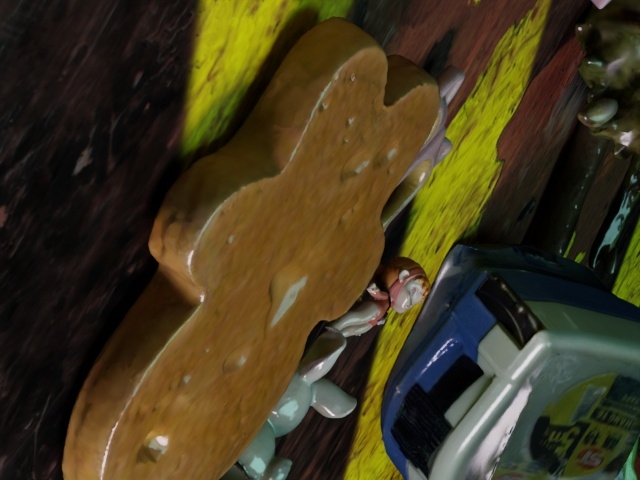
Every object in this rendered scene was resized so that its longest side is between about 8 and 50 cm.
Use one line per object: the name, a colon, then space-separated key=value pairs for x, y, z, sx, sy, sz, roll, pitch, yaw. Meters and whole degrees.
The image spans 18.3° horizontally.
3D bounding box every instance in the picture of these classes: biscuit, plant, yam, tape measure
biscuit: x=-0.049 y=0.026 z=1.260 sx=0.355 sy=0.052 sz=0.275 roll=-60 pitch=157 yaw=8
plant: x=0.286 y=-0.134 z=1.824 sx=0.251 sy=0.180 sz=0.333 roll=-63 pitch=-176 yaw=-15
yam: x=0.226 y=0.001 z=1.975 sx=0.045 sy=0.045 sz=0.327 roll=-94 pitch=-161 yaw=-58
tape measure: x=0.187 y=0.151 z=1.831 sx=0.259 sy=0.138 sz=0.262 roll=13 pitch=112 yaw=-46

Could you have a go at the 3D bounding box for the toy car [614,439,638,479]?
toy car: x=0.245 y=0.229 z=2.075 sx=0.358 sy=0.176 sz=0.213 roll=-47 pitch=174 yaw=-17

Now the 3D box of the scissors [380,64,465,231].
scissors: x=0.000 y=0.000 z=1.405 sx=0.317 sy=0.024 sz=0.160 roll=-46 pitch=160 yaw=-28

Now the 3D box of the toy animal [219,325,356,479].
toy animal: x=-0.041 y=0.120 z=1.413 sx=0.124 sy=0.085 sz=0.071 roll=-53 pitch=145 yaw=-35

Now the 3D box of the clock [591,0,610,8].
clock: x=0.321 y=-0.333 z=1.488 sx=0.275 sy=0.080 sz=0.290 roll=-40 pitch=175 yaw=-43

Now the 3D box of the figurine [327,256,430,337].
figurine: x=0.039 y=0.048 z=1.550 sx=0.109 sy=0.047 sz=0.064 roll=-34 pitch=158 yaw=-35
